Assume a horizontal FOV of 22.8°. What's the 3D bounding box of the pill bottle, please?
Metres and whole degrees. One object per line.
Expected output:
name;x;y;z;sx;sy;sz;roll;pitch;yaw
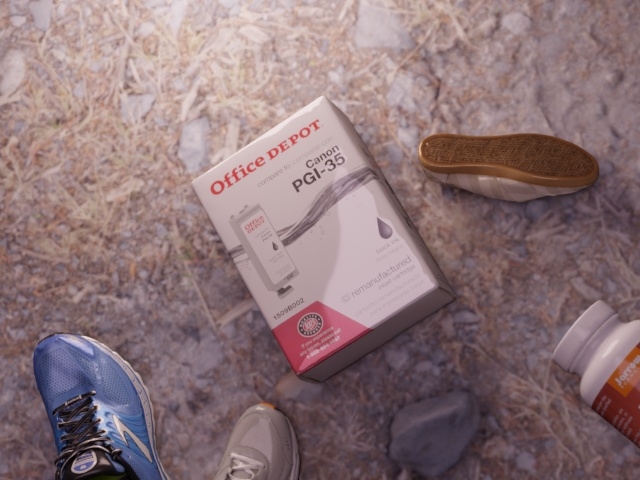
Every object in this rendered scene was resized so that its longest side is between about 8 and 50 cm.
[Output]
pill bottle;0.373;0.168;1.794;0.216;0.121;0.121;39;92;18

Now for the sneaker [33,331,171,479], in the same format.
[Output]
sneaker;-0.265;0.254;1.943;0.129;0.147;0.330;-33;73;8

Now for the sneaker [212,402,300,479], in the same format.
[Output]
sneaker;-0.102;0.321;1.898;0.099;0.121;0.262;15;84;17

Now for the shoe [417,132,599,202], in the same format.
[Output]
shoe;0.227;-0.087;1.922;0.219;0.058;0.077;7;51;13

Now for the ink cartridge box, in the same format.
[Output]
ink cartridge box;0.000;0.000;1.930;0.207;0.117;0.283;-33;73;8
